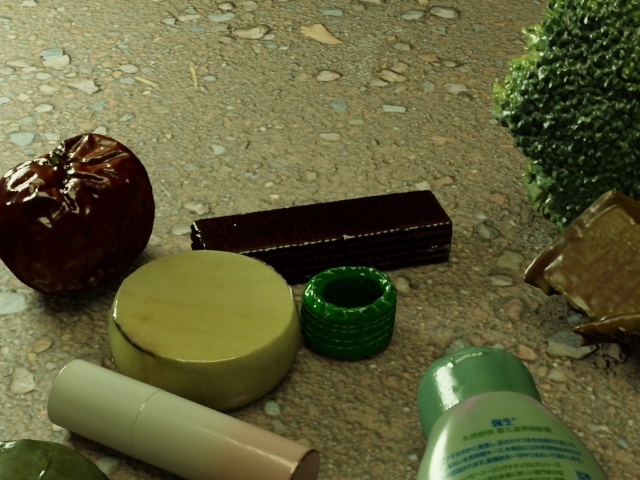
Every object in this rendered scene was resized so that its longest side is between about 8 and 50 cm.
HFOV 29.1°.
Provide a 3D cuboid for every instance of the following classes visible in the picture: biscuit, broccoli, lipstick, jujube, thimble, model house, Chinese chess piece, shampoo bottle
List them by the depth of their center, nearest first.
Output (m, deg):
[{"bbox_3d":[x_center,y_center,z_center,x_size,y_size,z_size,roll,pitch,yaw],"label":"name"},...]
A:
[{"bbox_3d":[0.201,0.257,1.378,0.222,0.151,0.349,-8,36,-4],"label":"shampoo bottle"},{"bbox_3d":[-0.164,0.231,1.453,0.327,0.087,0.087,18,38,21],"label":"lipstick"},{"bbox_3d":[-0.151,0.117,1.613,0.251,0.097,0.250,1,36,-1],"label":"Chinese chess piece"},{"bbox_3d":[0.040,0.095,1.659,0.130,0.090,0.118,-29,48,-35],"label":"thimble"},{"bbox_3d":[0.437,0.061,1.672,0.199,0.219,0.229,28,18,-45],"label":"model house"},{"bbox_3d":[-0.353,-0.035,1.744,0.213,0.212,0.232,21,34,26],"label":"jujube"},{"bbox_3d":[0.000,0.000,1.811,0.389,0.073,0.107,-9,35,-14],"label":"biscuit"},{"bbox_3d":[0.406,-0.178,1.837,0.277,0.317,0.338,-27,76,9],"label":"broccoli"}]

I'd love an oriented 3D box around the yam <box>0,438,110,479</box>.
[{"bbox_3d":[-0.301,0.347,1.194,0.195,0.195,0.300,-1,35,-3],"label":"yam"}]
